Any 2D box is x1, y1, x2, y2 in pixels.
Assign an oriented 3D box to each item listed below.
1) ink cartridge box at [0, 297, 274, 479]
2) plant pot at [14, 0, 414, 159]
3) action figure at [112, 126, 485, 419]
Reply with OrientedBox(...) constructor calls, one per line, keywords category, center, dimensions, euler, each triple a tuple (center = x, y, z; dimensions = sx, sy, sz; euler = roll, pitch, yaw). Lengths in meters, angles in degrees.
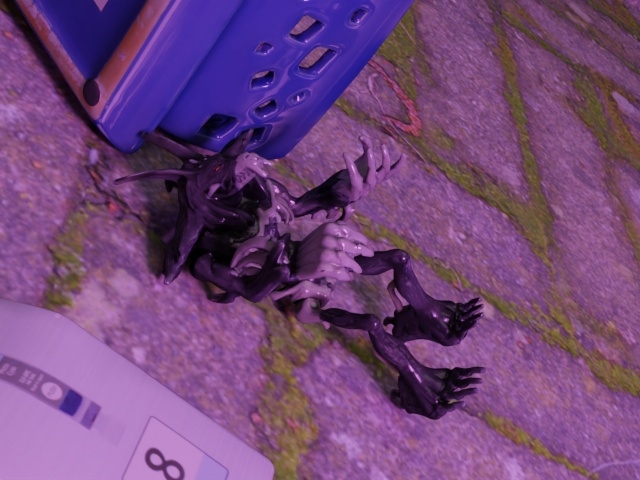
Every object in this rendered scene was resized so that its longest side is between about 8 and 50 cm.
OrientedBox(category="ink cartridge box", center=(-0.216, 0.106, 0.475), dimensions=(0.385, 0.091, 0.308), euler=(38, 31, -12))
OrientedBox(category="plant pot", center=(-0.093, -0.211, 0.882), dimensions=(0.212, 0.236, 0.236), euler=(-13, 62, -48))
OrientedBox(category="action figure", center=(0.000, 0.000, 0.818), dimensions=(0.275, 0.141, 0.164), euler=(37, 43, -16))
